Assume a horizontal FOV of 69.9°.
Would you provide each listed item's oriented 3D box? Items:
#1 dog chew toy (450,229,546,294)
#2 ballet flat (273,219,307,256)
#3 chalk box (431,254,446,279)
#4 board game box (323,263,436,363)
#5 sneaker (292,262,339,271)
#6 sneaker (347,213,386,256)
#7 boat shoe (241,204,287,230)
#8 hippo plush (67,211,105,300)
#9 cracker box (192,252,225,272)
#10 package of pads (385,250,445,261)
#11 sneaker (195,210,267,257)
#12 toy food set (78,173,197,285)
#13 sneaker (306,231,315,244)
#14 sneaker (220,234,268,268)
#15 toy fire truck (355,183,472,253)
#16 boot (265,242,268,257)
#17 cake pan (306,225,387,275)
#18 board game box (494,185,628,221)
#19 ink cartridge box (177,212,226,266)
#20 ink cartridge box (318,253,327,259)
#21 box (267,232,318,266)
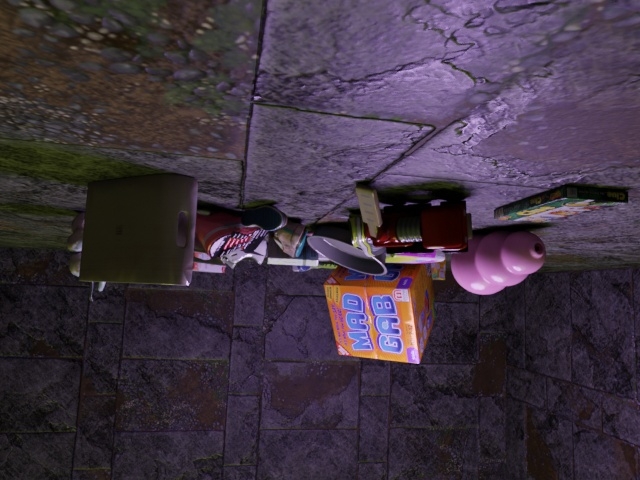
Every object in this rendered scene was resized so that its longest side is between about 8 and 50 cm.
[{"bbox_3d":[0.566,0.059,1.450,0.207,0.206,0.332,5,165,-18],"label":"dog chew toy"},{"bbox_3d":[-0.102,-0.015,1.529,0.106,0.107,0.316,23,168,0],"label":"ballet flat"},{"bbox_3d":[0.518,0.132,2.346,0.213,0.131,0.132,-2,172,34],"label":"chalk box"},{"bbox_3d":[0.271,0.257,1.967,0.357,0.356,0.356,0,-154,25],"label":"board game box"},{"bbox_3d":[-0.002,0.077,2.177,0.183,0.127,0.316,-4,178,22],"label":"sneaker"},{"bbox_3d":[0.175,-0.014,1.321,0.122,0.110,0.300,-4,174,20],"label":"sneaker"},{"bbox_3d":[-0.138,-0.061,1.223,0.066,0.066,0.183,2,-175,-40],"label":"boat shoe"},{"bbox_3d":[-0.653,0.044,1.484,0.237,0.293,0.234,-6,-168,-8],"label":"hippo plush"},{"bbox_3d":[-0.482,0.053,1.916,0.067,0.155,0.232,0,174,19],"label":"cracker box"},{"bbox_3d":[0.279,0.034,1.702,0.230,0.101,0.297,5,173,-24],"label":"package of pads"},{"bbox_3d":[-0.255,-0.042,1.334,0.136,0.115,0.314,43,-163,14],"label":"sneaker"},{"bbox_3d":[-0.391,-0.017,0.978,0.307,0.219,0.092,-1,172,28],"label":"toy food set"},{"bbox_3d":[0.000,0.000,1.707,0.120,0.057,0.047,4,172,-23],"label":"sneaker"},{"bbox_3d":[-0.372,0.032,1.762,0.331,0.146,0.122,5,175,-8],"label":"sneaker"},{"bbox_3d":[0.186,-0.043,0.983,0.217,0.158,0.246,-1,-177,34],"label":"toy fire truck"},{"bbox_3d":[-0.268,0.025,2.033,0.190,0.075,0.208,3,167,-20],"label":"boot"},{"bbox_3d":[0.096,0.033,1.561,0.294,0.054,0.293,23,165,6],"label":"cake pan"},{"bbox_3d":[0.505,-0.074,0.994,0.136,0.030,0.260,5,173,-7],"label":"board game box"},{"bbox_3d":[-0.381,-0.001,1.233,0.056,0.235,0.171,-46,158,12],"label":"ink cartridge box"},{"bbox_3d":[-0.039,0.038,1.888,0.220,0.092,0.160,1,174,9],"label":"ink cartridge box"},{"bbox_3d":[-0.103,0.032,1.720,0.187,0.145,0.038,4,130,-8],"label":"box"}]
